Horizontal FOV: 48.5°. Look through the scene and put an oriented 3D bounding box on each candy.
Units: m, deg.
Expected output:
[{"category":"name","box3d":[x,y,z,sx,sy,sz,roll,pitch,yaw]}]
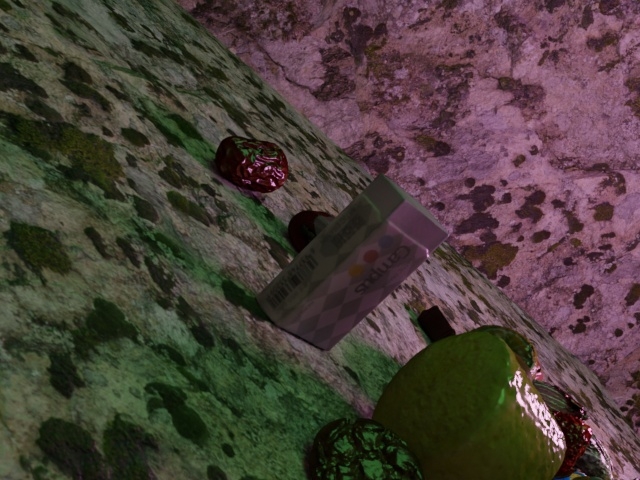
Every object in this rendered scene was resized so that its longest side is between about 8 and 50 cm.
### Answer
[{"category":"candy","box3d":[0.555,0.381,2.241,0.259,0.260,0.118,-117,-160,-46]}]

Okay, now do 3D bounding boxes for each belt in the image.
[{"category":"belt","box3d":[0.000,0.000,2.004,0.201,0.128,0.124,46,17,17]}]

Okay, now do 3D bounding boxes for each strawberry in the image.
[{"category":"strawberry","box3d":[0.624,0.531,1.904,0.187,0.202,0.184,26,49,-37]}]

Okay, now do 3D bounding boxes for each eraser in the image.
[{"category":"eraser","box3d":[0.069,0.058,1.558,0.213,0.397,0.082,33,19,-36]}]

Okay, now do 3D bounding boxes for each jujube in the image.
[{"category":"jujube","box3d":[-0.198,-0.221,2.042,0.230,0.155,0.155,13,34,-44]}]

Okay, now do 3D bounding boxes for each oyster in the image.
[{"category":"oyster","box3d":[0.743,0.623,2.143,0.351,0.158,0.162,39,-15,33]}]

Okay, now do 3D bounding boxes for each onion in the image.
[{"category":"onion","box3d":[0.632,0.519,2.076,0.120,0.284,0.226,82,8,-73]}]

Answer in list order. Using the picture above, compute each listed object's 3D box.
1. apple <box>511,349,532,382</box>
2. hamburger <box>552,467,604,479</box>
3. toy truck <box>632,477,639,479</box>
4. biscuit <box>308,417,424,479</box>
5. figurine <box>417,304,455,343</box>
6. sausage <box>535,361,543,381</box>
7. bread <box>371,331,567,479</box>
[{"category":"apple","box3d":[0.409,0.371,1.827,0.258,0.233,0.295,3,5,26]},{"category":"hamburger","box3d":[0.736,0.715,1.908,0.261,0.150,0.276,27,-9,-10]},{"category":"toy truck","box3d":[0.888,0.780,2.067,0.101,0.243,0.125,55,6,28]},{"category":"biscuit","box3d":[0.085,0.404,1.242,0.226,0.042,0.225,14,40,-12]},{"category":"figurine","box3d":[0.388,0.285,2.359,0.098,0.082,0.154,47,9,-48]},{"category":"sausage","box3d":[0.719,0.452,2.609,0.152,0.152,0.279,40,16,-18]},{"category":"bread","box3d":[0.298,0.393,1.455,0.307,0.348,0.348,52,14,-17]}]
